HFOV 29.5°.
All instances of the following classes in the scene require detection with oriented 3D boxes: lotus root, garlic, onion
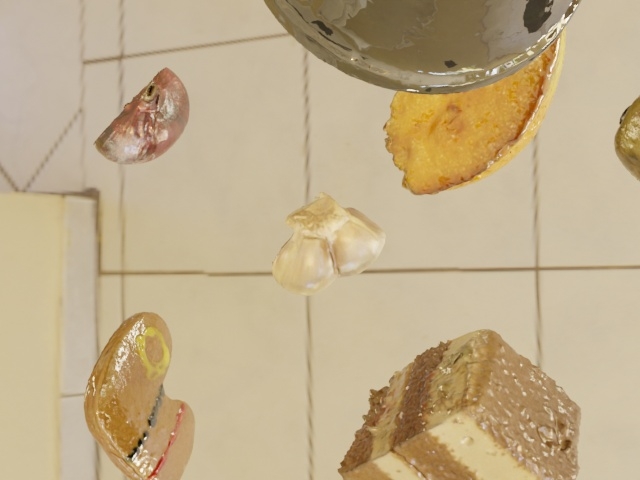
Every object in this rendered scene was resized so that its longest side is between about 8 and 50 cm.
[{"bbox_3d":[0.437,-0.111,1.442,0.214,0.138,0.138,31,107,60],"label":"lotus root"},{"bbox_3d":[0.005,0.010,1.761,0.174,0.099,0.124,-36,80,-13],"label":"garlic"},{"bbox_3d":[-0.272,-0.193,1.977,0.098,0.206,0.151,43,146,-8],"label":"onion"}]

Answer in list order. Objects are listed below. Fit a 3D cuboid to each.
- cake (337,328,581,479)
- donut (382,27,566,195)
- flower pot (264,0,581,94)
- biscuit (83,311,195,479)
[{"bbox_3d":[0.224,0.316,1.905,0.282,0.255,0.290,42,121,-12],"label":"cake"},{"bbox_3d":[0.191,-0.289,1.778,0.378,0.163,0.435,-33,71,18],"label":"donut"},{"bbox_3d":[0.127,-0.353,1.142,0.380,0.251,0.379,3,75,-9],"label":"flower pot"},{"bbox_3d":[-0.289,0.282,2.100,0.052,0.262,0.277,-10,123,32],"label":"biscuit"}]
